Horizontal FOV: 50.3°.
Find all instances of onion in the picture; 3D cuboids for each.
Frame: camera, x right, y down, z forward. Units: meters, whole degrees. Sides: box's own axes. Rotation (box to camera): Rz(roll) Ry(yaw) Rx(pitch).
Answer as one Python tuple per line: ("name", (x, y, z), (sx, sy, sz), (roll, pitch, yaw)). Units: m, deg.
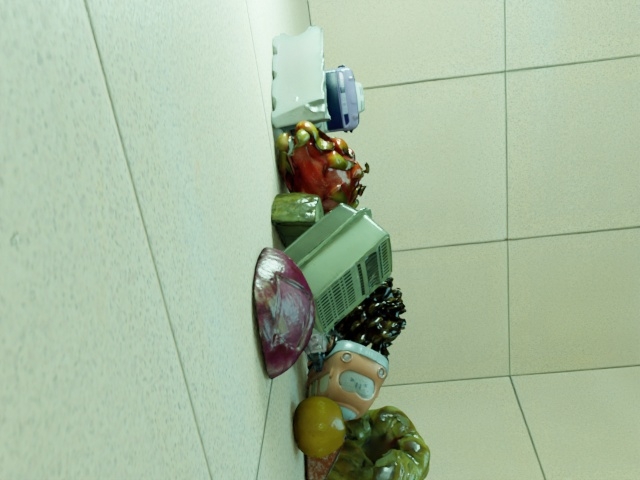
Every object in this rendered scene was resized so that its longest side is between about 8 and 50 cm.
("onion", (-0.067, 0.155, 1.427), (0.247, 0.111, 0.250), (-87, 172, -68))

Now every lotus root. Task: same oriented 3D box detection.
("lotus root", (-0.050, -0.049, 1.757), (0.235, 0.119, 0.138), (64, 21, -69))

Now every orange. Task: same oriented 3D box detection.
("orange", (-0.001, 0.461, 1.689), (0.156, 0.134, 0.157), (6, 90, -82))

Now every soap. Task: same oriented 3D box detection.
("soap", (-0.064, -0.462, 1.913), (0.258, 0.159, 0.302), (-53, 135, -79))

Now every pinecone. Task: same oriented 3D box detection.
("pinecone", (0.146, 0.211, 2.013), (0.257, 0.243, 0.243), (40, -21, 30))

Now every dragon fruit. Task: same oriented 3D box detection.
("dragon fruit", (-0.005, -0.198, 1.893), (0.243, 0.227, 0.307), (-29, 127, -43))

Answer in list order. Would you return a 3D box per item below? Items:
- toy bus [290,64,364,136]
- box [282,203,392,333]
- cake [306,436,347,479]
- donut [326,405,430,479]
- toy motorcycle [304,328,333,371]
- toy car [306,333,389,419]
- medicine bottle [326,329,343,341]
("toy bus", (0.023, -0.460, 2.278), (0.440, 0.249, 0.209), (-69, 152, -79))
("box", (0.033, 0.063, 1.639), (0.166, 0.290, 0.221), (39, -21, 29))
("cake", (0.018, 0.595, 1.815), (0.086, 0.116, 0.220), (87, -1, -65))
("donut", (0.170, 0.679, 2.133), (0.360, 0.360, 0.170), (-89, 178, -53))
("toy motorcycle", (-0.030, 0.208, 1.812), (0.239, 0.108, 0.204), (-129, -151, -51))
("toy car", (0.061, 0.407, 1.898), (0.270, 0.180, 0.212), (-47, -158, 51))
("medicine bottle", (0.033, 0.286, 2.199), (0.135, 0.135, 0.215), (-88, 171, -55))
